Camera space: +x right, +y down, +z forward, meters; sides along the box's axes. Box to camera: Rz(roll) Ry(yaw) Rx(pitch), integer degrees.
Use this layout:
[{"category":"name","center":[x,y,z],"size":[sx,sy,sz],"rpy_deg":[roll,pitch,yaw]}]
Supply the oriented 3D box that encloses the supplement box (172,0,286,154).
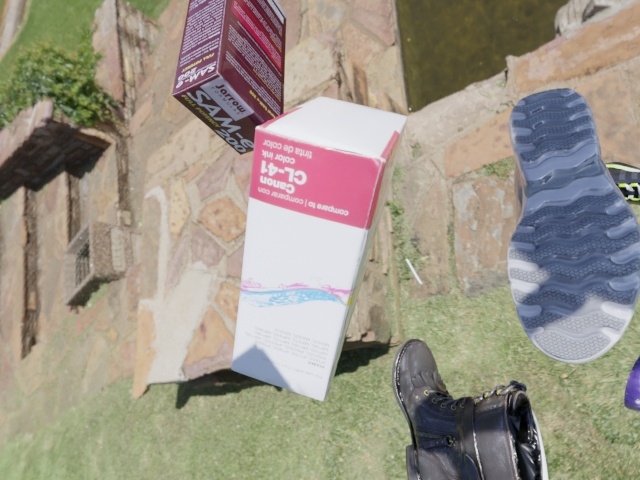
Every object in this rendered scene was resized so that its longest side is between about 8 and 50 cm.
[{"category":"supplement box","center":[-0.109,-0.251,0.562],"size":[0.073,0.130,0.240],"rpy_deg":[-14,61,25]}]

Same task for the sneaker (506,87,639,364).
[{"category":"sneaker","center":[0.252,-0.015,0.432],"size":[0.105,0.115,0.282],"rpy_deg":[-4,63,31]}]

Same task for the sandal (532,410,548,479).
[{"category":"sandal","center":[0.259,0.430,0.568],"size":[0.169,0.102,0.417],"rpy_deg":[137,149,-61]}]

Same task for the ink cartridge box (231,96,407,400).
[{"category":"ink cartridge box","center":[0.000,0.000,0.530],"size":[0.131,0.226,0.306],"rpy_deg":[17,118,7]}]

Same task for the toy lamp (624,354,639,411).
[{"category":"toy lamp","center":[0.452,0.195,0.397],"size":[0.274,0.080,0.080],"rpy_deg":[19,91,52]}]

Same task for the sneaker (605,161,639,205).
[{"category":"sneaker","center":[0.618,-0.095,0.849],"size":[0.097,0.084,0.235],"rpy_deg":[-21,19,-7]}]

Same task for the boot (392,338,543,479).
[{"category":"boot","center":[0.203,0.238,0.601],"size":[0.229,0.091,0.263],"rpy_deg":[125,148,-52]}]
